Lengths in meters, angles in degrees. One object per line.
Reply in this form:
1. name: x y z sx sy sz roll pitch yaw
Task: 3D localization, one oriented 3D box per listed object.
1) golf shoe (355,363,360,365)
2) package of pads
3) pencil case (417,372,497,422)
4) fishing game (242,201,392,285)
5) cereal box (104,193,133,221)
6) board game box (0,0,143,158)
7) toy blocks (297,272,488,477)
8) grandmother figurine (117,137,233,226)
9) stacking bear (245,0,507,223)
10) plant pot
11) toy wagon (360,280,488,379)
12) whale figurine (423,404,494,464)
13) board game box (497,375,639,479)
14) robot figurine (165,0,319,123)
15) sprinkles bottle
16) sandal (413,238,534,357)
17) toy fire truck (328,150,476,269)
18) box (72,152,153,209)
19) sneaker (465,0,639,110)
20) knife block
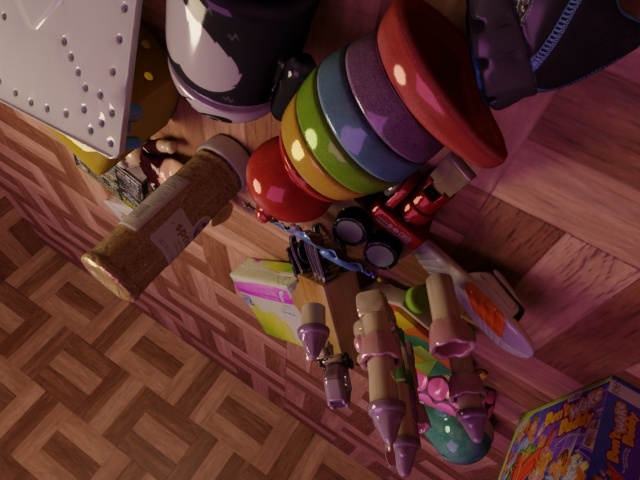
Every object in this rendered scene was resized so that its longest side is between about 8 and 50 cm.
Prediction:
1. golf shoe: 0.077 0.254 1.108 0.186 0.086 0.067 15 -163 -45
2. package of pads: -0.090 0.169 1.209 0.296 0.101 0.229 3 128 52
3. pencil case: 0.309 0.373 1.105 0.209 0.098 0.095 12 142 37
4. fishing game: 0.000 0.000 0.765 0.264 0.041 0.189 29 179 20
5. cereal box: -0.602 -0.066 1.531 0.240 0.047 0.173 12 142 38
6. board game box: -0.379 -0.365 0.641 0.389 0.050 0.390 26 115 20
7. toy blocks: 0.112 0.255 0.750 0.308 0.260 0.289 -14 141 16
8. grandmother figurine: -0.361 -0.159 1.092 0.342 0.104 0.208 32 126 16
9. stacking bear: 0.026 -0.112 0.520 0.164 0.176 0.289 23 142 -37
10. plant pot: -0.379 -0.287 0.826 0.187 0.212 0.212 -24 116 45
11. toy wagon: 0.222 0.222 1.014 0.344 0.068 0.267 40 151 -5
12. whale figurine: 0.315 0.489 1.219 0.271 0.141 0.216 20 147 29
13. board game box: 0.458 0.421 0.867 0.078 0.233 0.347 30 150 13
14. robot figurine: -0.101 -0.267 0.553 0.173 0.209 0.278 3 157 -18
15. sprinkles bottle: -0.275 -0.052 0.871 0.121 0.355 0.121 28 150 18
16. sandal: 0.262 0.071 0.752 0.265 0.076 0.102 50 168 23
17. toy fire truck: 0.098 -0.089 0.650 0.217 0.159 0.246 38 134 -8
18. box: -0.591 -0.207 1.306 0.270 0.060 0.216 38 152 0
19. sneaker: 0.162 -0.279 0.344 0.139 0.125 0.341 -12 127 20
20. knife block: 0.030 0.105 0.944 0.276 0.088 0.242 53 151 18
